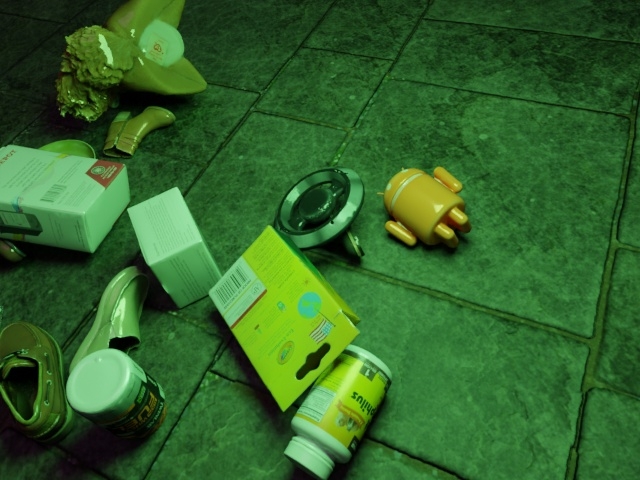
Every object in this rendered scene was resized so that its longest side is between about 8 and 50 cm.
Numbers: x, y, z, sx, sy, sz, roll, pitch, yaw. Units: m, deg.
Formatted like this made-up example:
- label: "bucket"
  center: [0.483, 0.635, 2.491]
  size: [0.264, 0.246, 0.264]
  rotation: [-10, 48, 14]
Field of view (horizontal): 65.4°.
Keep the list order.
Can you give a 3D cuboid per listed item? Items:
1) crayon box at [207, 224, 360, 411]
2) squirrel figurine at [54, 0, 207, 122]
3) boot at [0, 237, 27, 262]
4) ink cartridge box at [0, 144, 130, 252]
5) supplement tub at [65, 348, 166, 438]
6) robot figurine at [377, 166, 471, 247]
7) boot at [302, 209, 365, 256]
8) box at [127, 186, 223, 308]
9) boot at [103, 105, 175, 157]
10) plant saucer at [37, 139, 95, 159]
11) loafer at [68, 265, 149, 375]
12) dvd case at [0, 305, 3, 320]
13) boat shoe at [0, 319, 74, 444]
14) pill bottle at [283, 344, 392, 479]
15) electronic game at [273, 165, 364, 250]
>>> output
- label: "crayon box"
  center: [-0.068, 0.144, 0.961]
  size: [0.202, 0.081, 0.318]
  rotation: [-47, 52, 7]
- label: "squirrel figurine"
  center: [-0.583, -0.504, 1.424]
  size: [0.371, 0.280, 0.397]
  rotation: [4, 28, 45]
- label: "boot"
  center: [-0.873, 0.094, 1.182]
  size: [0.264, 0.096, 0.280]
  rotation: [16, 60, 16]
- label: "ink cartridge box"
  center: [-0.656, -0.105, 1.207]
  size: [0.307, 0.131, 0.226]
  rotation: [9, 40, 3]
- label: "supplement tub"
  center: [-0.355, 0.282, 0.894]
  size: [0.117, 0.190, 0.116]
  rotation: [-5, 54, 7]
- label: "robot figurine"
  center: [0.227, -0.075, 1.105]
  size: [0.128, 0.158, 0.219]
  rotation: [-15, 47, -39]
- label: "boot"
  center: [0.000, 0.000, 1.129]
  size: [0.137, 0.076, 0.198]
  rotation: [-31, 42, -8]
- label: "box"
  center: [-0.312, 0.018, 1.090]
  size: [0.119, 0.181, 0.181]
  rotation: [-26, 54, -11]
- label: "boot"
  center: [-0.524, -0.307, 1.441]
  size: [0.197, 0.073, 0.152]
  rotation: [-3, 56, 15]
- label: "plant saucer"
  center: [-0.745, -0.188, 1.405]
  size: [0.241, 0.037, 0.240]
  rotation: [-4, 53, 5]
- label: "loafer"
  center: [-0.417, 0.182, 1.043]
  size: [0.092, 0.102, 0.268]
  rotation: [10, 65, 15]
- label: "dvd case"
  center: [-0.713, 0.214, 1.080]
  size: [0.013, 0.087, 0.119]
  rotation: [16, 43, -36]
- label: "boat shoe"
  center: [-0.587, 0.259, 1.003]
  size: [0.111, 0.104, 0.307]
  rotation: [-38, 56, -16]
- label: "pill bottle"
  center: [0.029, 0.297, 0.866]
  size: [0.117, 0.117, 0.215]
  rotation: [23, 61, 24]
- label: "electronic game"
  center: [-0.006, -0.076, 1.116]
  size: [0.229, 0.048, 0.229]
  rotation: [-19, 47, 22]
